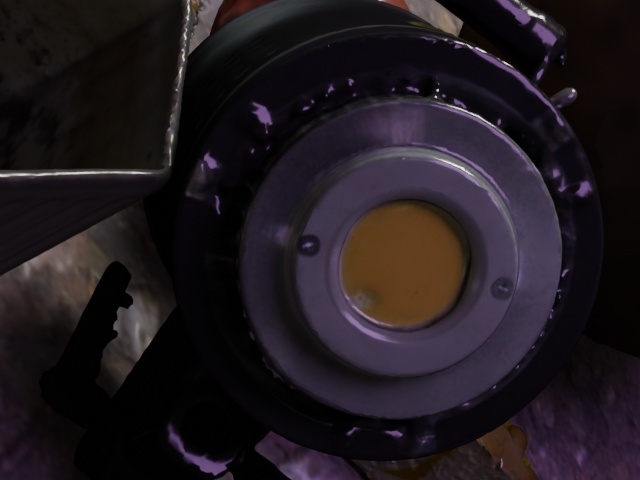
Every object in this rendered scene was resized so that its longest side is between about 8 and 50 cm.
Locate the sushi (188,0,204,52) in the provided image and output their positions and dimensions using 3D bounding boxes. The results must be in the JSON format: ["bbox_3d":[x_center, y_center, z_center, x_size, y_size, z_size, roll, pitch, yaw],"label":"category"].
[{"bbox_3d":[-0.161,-0.210,1.163,0.290,0.050,0.264,41,42,-27],"label":"sushi"}]

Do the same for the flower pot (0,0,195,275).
[{"bbox_3d":[-0.196,-0.088,0.936,0.209,0.189,0.239,32,46,-35],"label":"flower pot"}]

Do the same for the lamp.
[{"bbox_3d":[0.026,-0.022,0.999,0.205,0.272,0.374,37,75,-15],"label":"lamp"}]

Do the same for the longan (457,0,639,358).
[{"bbox_3d":[0.277,-0.090,1.355,0.391,0.391,0.391,28,50,-39],"label":"longan"}]

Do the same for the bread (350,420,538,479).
[{"bbox_3d":[0.080,0.124,1.248,0.157,0.083,0.094,50,27,-18],"label":"bread"}]

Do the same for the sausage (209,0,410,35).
[{"bbox_3d":[0.014,-0.062,1.215,0.148,0.148,0.254,-16,83,-53],"label":"sausage"}]
